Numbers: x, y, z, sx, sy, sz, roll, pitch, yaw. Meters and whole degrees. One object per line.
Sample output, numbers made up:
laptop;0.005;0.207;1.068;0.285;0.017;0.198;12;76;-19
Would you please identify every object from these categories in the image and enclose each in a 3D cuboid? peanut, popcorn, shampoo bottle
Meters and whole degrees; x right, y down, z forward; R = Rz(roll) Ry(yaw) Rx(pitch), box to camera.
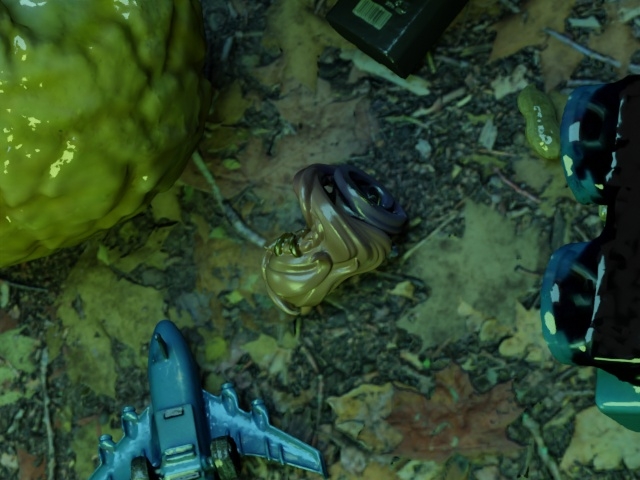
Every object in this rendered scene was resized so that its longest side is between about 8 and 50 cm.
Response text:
peanut;0.212;-0.115;1.799;0.037;0.037;0.083;-20;60;14
popcorn;-0.293;-0.140;1.838;0.354;0.344;0.390;21;115;6
shampoo bottle;0.140;-0.312;1.880;0.098;0.071;0.309;37;87;30

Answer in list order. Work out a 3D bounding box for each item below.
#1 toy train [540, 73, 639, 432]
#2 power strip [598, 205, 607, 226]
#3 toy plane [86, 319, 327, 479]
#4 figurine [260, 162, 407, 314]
toy train;0.315;0.002;1.582;0.188;0.265;0.300;-1;71;32
power strip;0.291;-0.075;1.752;0.056;0.032;0.123;-2;69;20
toy plane;-0.130;0.196;1.786;0.254;0.105;0.271;-14;70;2
figurine;0.005;-0.001;1.797;0.157;0.126;0.114;-51;18;-4
